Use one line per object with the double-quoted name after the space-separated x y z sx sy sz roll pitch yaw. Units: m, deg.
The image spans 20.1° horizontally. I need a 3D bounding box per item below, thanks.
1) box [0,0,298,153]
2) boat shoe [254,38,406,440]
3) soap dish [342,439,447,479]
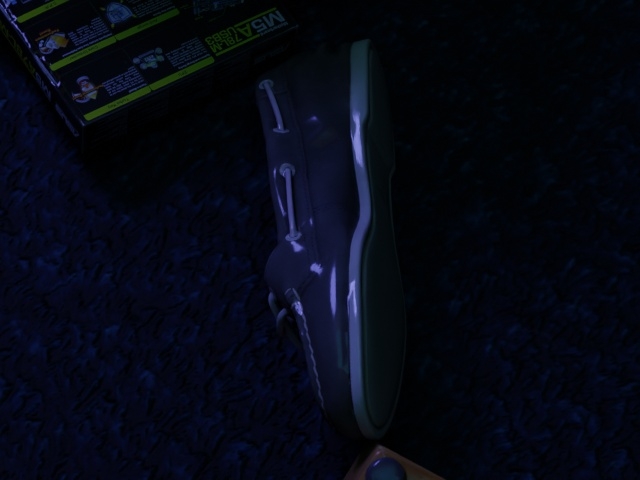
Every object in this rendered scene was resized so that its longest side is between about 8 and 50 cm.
-0.144 -0.179 1.364 0.191 0.045 0.184 -28 69 -22 "box"
0.000 0.000 1.243 0.095 0.112 0.335 -11 49 14 "boat shoe"
0.055 0.280 1.085 0.229 0.118 0.291 28 66 15 "soap dish"
